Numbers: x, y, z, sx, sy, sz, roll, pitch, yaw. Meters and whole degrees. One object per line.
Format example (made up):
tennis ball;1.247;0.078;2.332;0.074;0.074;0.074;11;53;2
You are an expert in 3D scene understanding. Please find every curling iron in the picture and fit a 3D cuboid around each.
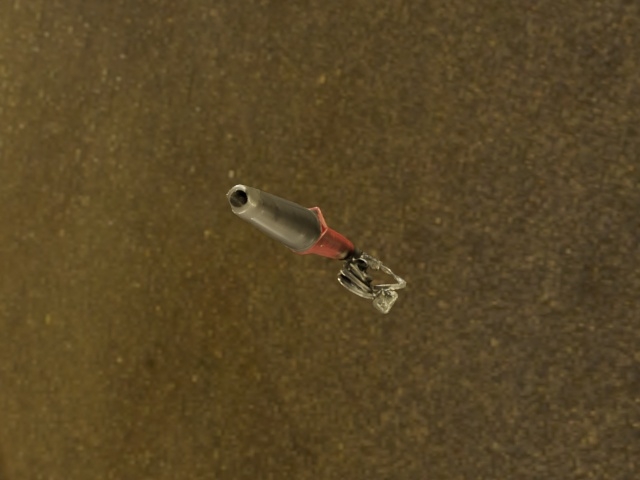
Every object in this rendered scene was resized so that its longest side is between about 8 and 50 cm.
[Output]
curling iron;0.000;0.000;0.790;0.068;0.274;0.035;36;90;24
